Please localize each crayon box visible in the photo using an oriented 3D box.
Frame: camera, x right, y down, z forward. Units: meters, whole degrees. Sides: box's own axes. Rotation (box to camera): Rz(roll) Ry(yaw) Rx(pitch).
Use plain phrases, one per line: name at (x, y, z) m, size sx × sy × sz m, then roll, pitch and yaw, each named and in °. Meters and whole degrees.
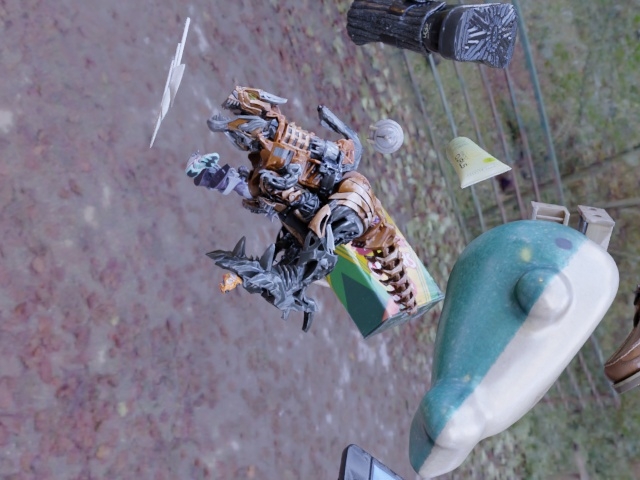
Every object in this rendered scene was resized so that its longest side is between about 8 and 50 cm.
crayon box at (0.072, 0.013, 1.310) m, size 0.202 × 0.081 × 0.319 m, roll -11°, pitch 62°, yaw -52°

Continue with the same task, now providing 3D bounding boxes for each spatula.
spatula at (-0.289, -0.317, 1.381) m, size 0.019 × 0.168 × 0.242 m, roll 17°, pitch 51°, yaw -17°

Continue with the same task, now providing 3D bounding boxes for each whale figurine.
whale figurine at (0.156, 0.087, 0.652) m, size 0.272 × 0.141 × 0.216 m, roll -40°, pitch 156°, yaw -29°

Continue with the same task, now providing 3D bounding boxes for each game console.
game console at (0.185, 0.483, 1.226) m, size 0.293 × 0.173 × 0.250 m, roll 39°, pitch 27°, yaw -12°

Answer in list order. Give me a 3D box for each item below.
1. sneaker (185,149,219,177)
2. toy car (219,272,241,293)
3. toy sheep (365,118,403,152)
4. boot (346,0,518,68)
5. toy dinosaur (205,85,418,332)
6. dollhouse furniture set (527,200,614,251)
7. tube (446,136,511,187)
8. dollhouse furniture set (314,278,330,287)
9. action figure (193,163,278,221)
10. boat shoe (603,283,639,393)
sneaker at (-0.300, -0.207, 1.769) m, size 0.038 × 0.098 × 0.069 m, roll 50°, pitch 18°, yaw -44°
toy car at (-0.234, 0.079, 1.780) m, size 0.122 × 0.060 × 0.041 m, roll -102°, pitch 170°, yaw -53°
toy sheep at (0.156, -0.249, 1.689) m, size 0.132 × 0.091 × 0.091 m, roll -65°, pitch 138°, yaw -72°
boot at (0.242, -0.447, 1.467) m, size 0.348 × 0.260 × 0.131 m, roll -12°, pitch 116°, yaw -52°
toy dinosaur at (-0.005, -0.024, 0.799) m, size 0.322 × 0.218 × 0.164 m, roll 39°, pitch -11°, yaw 4°
dollhouse furniture set at (0.589, -0.017, 1.701) m, size 0.129 × 0.183 × 0.129 m, roll -57°, pitch 156°, yaw -70°
tube at (0.292, -0.149, 1.348) m, size 0.062 × 0.070 × 0.240 m, roll 25°, pitch 18°, yaw -9°
dollhouse furniture set at (0.000, 0.000, 1.611) m, size 0.123 × 0.151 × 0.144 m, roll 17°, pitch 22°, yaw -39°
action figure at (-0.204, -0.141, 1.924) m, size 0.285 × 0.185 × 0.099 m, roll 20°, pitch 103°, yaw -54°
boat shoe at (0.471, 0.090, 0.959) m, size 0.307 × 0.111 × 0.104 m, roll -31°, pitch 76°, yaw -28°
